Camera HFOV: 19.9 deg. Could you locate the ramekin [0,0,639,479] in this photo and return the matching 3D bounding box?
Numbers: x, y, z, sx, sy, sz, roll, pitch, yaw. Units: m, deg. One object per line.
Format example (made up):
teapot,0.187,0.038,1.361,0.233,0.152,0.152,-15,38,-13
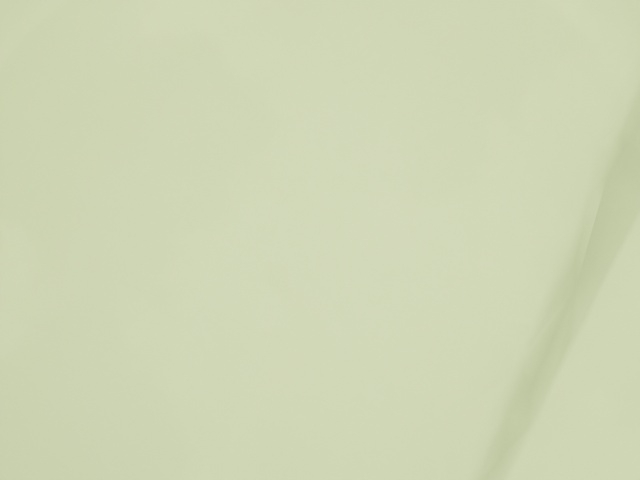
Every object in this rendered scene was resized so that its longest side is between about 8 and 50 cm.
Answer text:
ramekin,0.000,0.000,0.484,0.273,0.127,0.273,0,107,1
